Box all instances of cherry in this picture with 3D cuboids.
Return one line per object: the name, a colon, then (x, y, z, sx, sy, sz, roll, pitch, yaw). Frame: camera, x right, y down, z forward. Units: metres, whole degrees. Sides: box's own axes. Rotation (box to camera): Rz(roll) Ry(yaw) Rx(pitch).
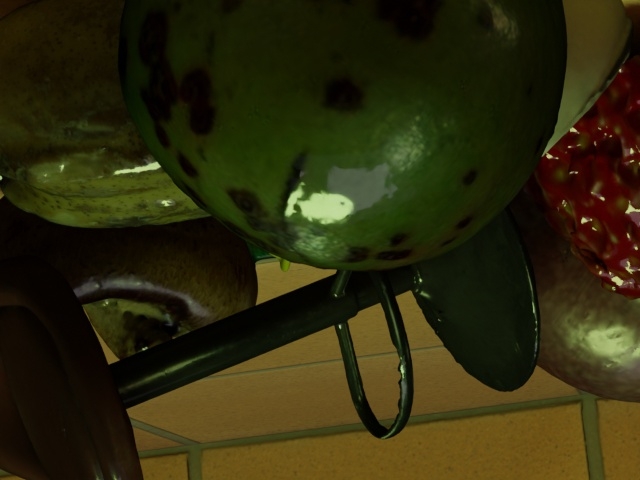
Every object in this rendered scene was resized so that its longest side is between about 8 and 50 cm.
cherry: (0.250, 0.014, 1.571, 0.285, 0.213, 0.236, 23, -163, -1)

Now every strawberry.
strawberry: (0.243, -0.051, 1.396, 0.234, 0.178, 0.234, -11, 175, -1)

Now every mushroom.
mushroom: (-0.159, 0.004, 1.553, 0.231, 0.138, 0.194, 11, -157, -33)

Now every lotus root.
lotus root: (-0.084, -0.085, 1.167, 0.278, 0.154, 0.154, -4, 168, 16)

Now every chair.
chair: (-0.070, 0.073, 1.379, 0.401, 0.226, 0.226, -20, 172, -19)

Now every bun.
bun: (0.098, -0.109, 1.179, 0.120, 0.173, 0.173, 43, 153, -8)

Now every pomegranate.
pomegranate: (0.037, -0.111, 0.941, 0.242, 0.242, 0.306, 3, 159, -34)

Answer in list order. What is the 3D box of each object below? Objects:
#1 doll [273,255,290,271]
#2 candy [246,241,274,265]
doll: (0.035, -0.015, 1.678, 0.207, 0.081, 0.129, -6, 160, 9)
candy: (-0.001, -0.002, 1.762, 0.323, 0.097, 0.097, -13, 168, -7)
